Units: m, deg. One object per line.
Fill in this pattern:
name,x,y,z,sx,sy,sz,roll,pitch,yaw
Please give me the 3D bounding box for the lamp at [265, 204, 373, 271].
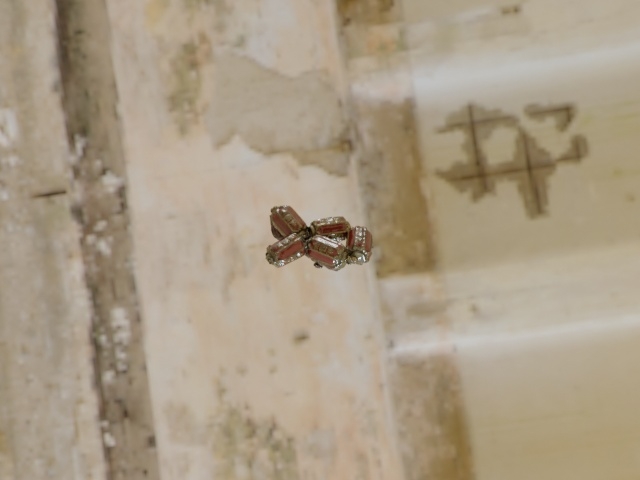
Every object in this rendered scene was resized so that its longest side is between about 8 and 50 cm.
lamp,0.000,0.000,1.037,0.063,0.083,0.031,-87,179,-46
